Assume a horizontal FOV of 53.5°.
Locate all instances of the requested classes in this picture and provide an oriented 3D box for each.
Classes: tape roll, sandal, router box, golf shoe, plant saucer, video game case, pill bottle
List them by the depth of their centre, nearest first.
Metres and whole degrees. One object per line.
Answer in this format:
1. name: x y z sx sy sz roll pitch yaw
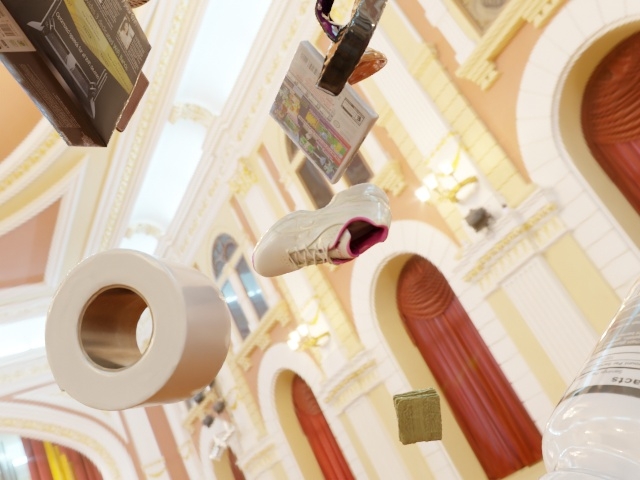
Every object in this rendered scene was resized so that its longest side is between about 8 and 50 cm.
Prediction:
1. pill bottle: 0.352 0.187 0.625 0.363 0.210 0.210 -41 -13 -32
2. router box: -0.398 -0.337 1.001 0.081 0.242 0.308 4 -32 15
3. tape roll: -0.287 0.144 1.022 0.246 0.246 0.169 -31 -16 8
4. sandal: 0.048 -0.402 1.064 0.107 0.445 0.167 27 -52 -9
5. video game case: 0.000 -0.231 1.166 0.023 0.201 0.183 -30 -17 -39
6. golf shoe: 0.000 0.000 1.241 0.306 0.140 0.115 -29 -56 10
7. plant saucer: 0.039 -0.347 1.301 0.200 0.037 0.200 -19 2 1

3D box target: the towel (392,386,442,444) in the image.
1. towel: 0.230 0.411 1.483 0.110 0.148 0.027 -9 21 5

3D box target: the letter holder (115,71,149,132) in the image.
1. letter holder: -0.595 -0.431 1.589 0.152 0.214 0.301 -1 -35 19

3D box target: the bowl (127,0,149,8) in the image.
1. bowl: -0.380 -0.518 1.171 0.170 0.170 0.080 -31 14 8
